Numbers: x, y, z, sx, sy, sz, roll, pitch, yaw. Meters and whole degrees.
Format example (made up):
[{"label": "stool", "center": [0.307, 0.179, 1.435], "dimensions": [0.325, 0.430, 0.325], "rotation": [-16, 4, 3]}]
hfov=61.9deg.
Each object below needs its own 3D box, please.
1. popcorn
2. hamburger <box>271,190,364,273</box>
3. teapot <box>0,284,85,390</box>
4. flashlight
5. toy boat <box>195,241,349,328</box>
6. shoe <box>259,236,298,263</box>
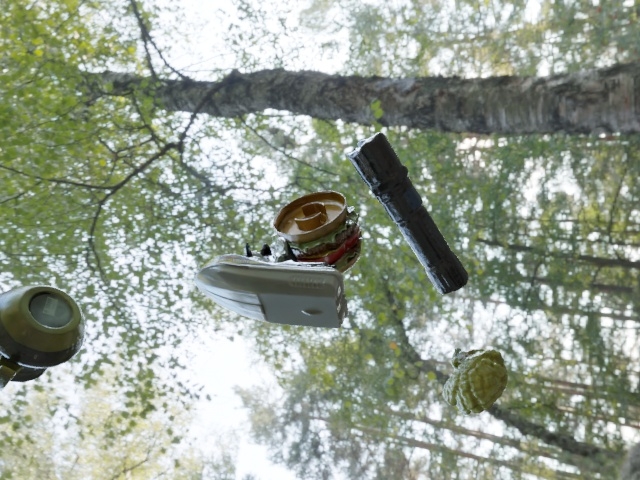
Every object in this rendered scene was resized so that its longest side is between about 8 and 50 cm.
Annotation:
[{"label": "popcorn", "center": [0.373, 0.341, 1.284], "dimensions": [0.173, 0.143, 0.173], "rotation": [22, -90, -88]}, {"label": "hamburger", "center": [0.000, 0.000, 1.602], "dimensions": [0.274, 0.275, 0.212], "rotation": [-52, -49, -42]}, {"label": "teapot", "center": [-0.406, 0.140, 0.737], "dimensions": [0.130, 0.119, 0.165], "rotation": [37, -154, -19]}, {"label": "flashlight", "center": [0.214, -0.056, 1.251], "dimensions": [0.423, 0.103, 0.103], "rotation": [56, -136, -11]}, {"label": "toy boat", "center": [-0.081, 0.072, 0.936], "dimensions": [0.141, 0.270, 0.140], "rotation": [-47, -35, -50]}, {"label": "shoe", "center": [-0.116, 0.076, 1.277], "dimensions": [0.227, 0.112, 0.099], "rotation": [-89, -26, -66]}]
